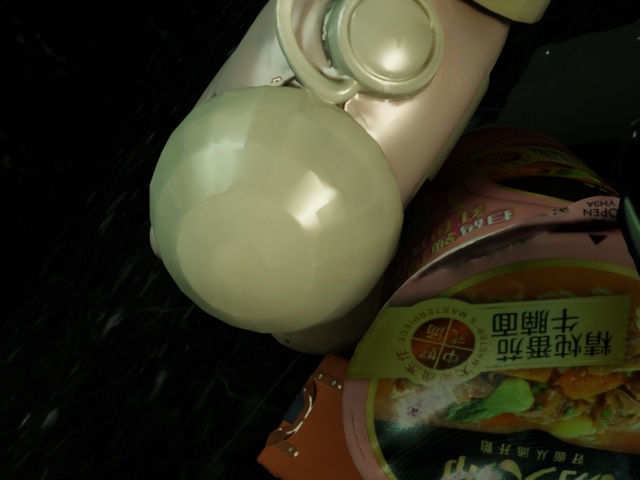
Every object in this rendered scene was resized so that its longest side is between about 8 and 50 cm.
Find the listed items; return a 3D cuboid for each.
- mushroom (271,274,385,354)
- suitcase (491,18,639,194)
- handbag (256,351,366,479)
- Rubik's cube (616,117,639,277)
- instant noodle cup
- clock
[{"bbox_3d":[0.000,0.000,0.806,0.207,0.215,0.207,-36,21,17],"label":"mushroom"},{"bbox_3d":[0.269,-0.114,0.704,0.206,0.066,0.285,-57,26,-18],"label":"suitcase"},{"bbox_3d":[0.033,0.178,0.685,0.127,0.063,0.190,-56,29,-14],"label":"handbag"},{"bbox_3d":[0.280,0.039,0.248,0.248,0.250,0.246,-38,26,28],"label":"Rubik's cube"},{"bbox_3d":[0.135,0.037,0.548,0.244,0.244,0.255,-39,19,21],"label":"instant noodle cup"},{"bbox_3d":[0.008,-0.091,0.569,0.342,0.184,0.326,-63,10,-11],"label":"clock"}]
